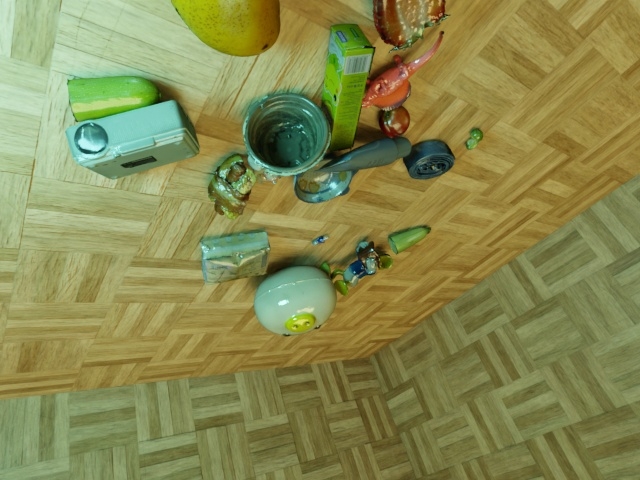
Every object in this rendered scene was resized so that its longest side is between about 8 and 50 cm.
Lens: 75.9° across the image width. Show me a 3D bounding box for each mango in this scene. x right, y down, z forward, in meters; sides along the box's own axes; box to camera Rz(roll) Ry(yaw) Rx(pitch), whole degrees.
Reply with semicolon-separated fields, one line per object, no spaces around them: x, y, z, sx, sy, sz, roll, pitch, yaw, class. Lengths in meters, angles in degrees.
-0.181;-0.471;0.806;0.191;0.159;0.290;-34;157;9;mango

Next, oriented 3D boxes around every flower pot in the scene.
-0.091;-0.273;1.133;0.236;0.235;0.140;-17;171;-6;flower pot

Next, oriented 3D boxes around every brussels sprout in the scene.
0.566;-0.373;1.507;0.051;0.046;0.083;-17;159;-14;brussels sprout

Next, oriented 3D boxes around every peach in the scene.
0.232;-0.367;1.266;0.101;0.100;0.100;-15;149;-9;peach

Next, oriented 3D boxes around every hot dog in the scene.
-0.277;-0.157;1.248;0.103;0.146;0.213;-29;157;-44;hot dog

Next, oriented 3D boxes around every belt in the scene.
0.400;-0.288;1.497;0.191;0.082;0.141;-4;151;-23;belt

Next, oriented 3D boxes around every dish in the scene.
0.009;-0.228;1.356;0.228;0.086;0.236;-27;148;8;dish

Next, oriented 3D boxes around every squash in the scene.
-0.459;-0.324;0.928;0.188;0.095;0.095;-13;148;-20;squash
0.436;-0.016;1.962;0.225;0.094;0.094;-24;150;-10;squash

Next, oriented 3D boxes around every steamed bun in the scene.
-0.112;0.268;1.850;0.374;0.333;0.333;-12;149;-4;steamed bun

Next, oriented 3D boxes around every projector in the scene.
-0.438;-0.234;0.995;0.257;0.099;0.192;-17;178;-6;projector

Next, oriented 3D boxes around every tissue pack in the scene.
-0.328;0.075;1.596;0.257;0.122;0.215;-8;149;-19;tissue pack

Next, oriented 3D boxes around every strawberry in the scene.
0.173;-0.549;0.942;0.228;0.097;0.174;19;131;-42;strawberry

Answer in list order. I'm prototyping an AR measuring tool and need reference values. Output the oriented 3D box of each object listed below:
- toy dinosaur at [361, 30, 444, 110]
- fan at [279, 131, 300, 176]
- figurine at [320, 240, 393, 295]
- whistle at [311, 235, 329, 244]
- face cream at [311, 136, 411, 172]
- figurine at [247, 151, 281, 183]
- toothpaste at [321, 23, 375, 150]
0.233;-0.442;1.147;0.286;0.070;0.139;-29;137;13;toy dinosaur
-0.096;-0.273;1.293;0.038;0.016;0.193;-4;147;-30;fan
0.213;0.099;1.965;0.339;0.204;0.283;-14;144;-35;figurine
0.000;0.000;1.766;0.083;0.029;0.033;-23;-174;13;whistle
0.150;-0.262;1.273;0.385;0.086;0.136;-23;-170;-41;face cream
-0.175;-0.207;1.267;0.081;0.098;0.146;-29;149;-11;figurine
0.060;-0.396;1.099;0.077;0.110;0.327;-14;149;-16;toothpaste
